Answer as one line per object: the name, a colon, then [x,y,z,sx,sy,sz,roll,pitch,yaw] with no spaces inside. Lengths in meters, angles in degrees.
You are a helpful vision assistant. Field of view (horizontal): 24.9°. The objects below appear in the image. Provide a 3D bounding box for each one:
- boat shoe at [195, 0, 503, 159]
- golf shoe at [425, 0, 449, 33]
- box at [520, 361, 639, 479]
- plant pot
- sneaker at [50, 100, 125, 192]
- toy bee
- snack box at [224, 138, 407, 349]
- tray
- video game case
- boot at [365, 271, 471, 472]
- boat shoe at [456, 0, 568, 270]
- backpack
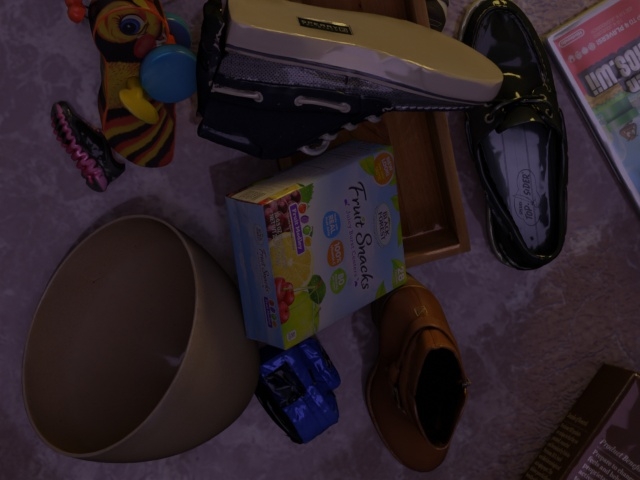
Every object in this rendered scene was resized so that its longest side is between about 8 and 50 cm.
boat shoe: [0.020,-0.163,1.605,0.340,0.127,0.158,12,121,-12]
golf shoe: [0.058,-0.267,1.731,0.198,0.077,0.094,-3,97,-5]
box: [0.333,0.360,1.795,0.191,0.143,0.381,37,89,-6]
plant pot: [-0.181,0.135,1.682,0.191,0.284,0.284,29,94,-44]
sneaker: [-0.276,-0.119,1.734,0.057,0.047,0.119,-35,101,-23]
toy bee: [-0.217,-0.227,1.646,0.162,0.195,0.298,6,105,-21]
snack box: [0.000,0.000,1.623,0.207,0.070,0.174,-28,120,-40]
tray: [0.037,-0.158,1.700,0.203,0.076,0.411,-15,114,-5]
video game case: [0.430,-0.181,1.811,0.204,0.025,0.285,-31,100,-2]
boot: [0.129,0.192,1.712,0.109,0.220,0.283,-7,112,-10]
boat shoe: [0.238,-0.127,1.750,0.127,0.113,0.340,-4,98,-6]
backpack: [-0.025,0.181,1.767,0.101,0.098,0.120,-30,99,-6]
